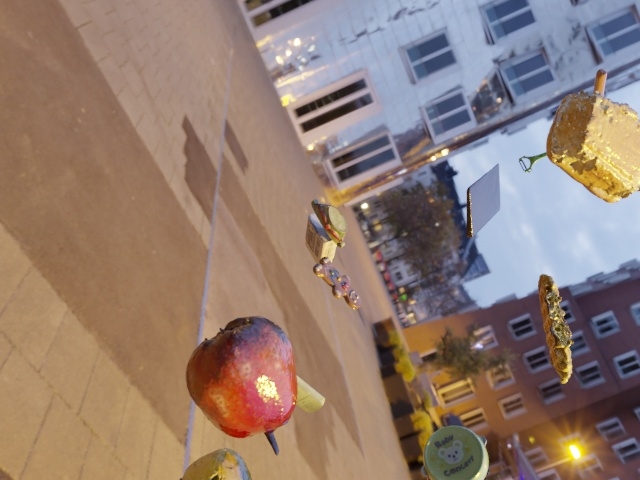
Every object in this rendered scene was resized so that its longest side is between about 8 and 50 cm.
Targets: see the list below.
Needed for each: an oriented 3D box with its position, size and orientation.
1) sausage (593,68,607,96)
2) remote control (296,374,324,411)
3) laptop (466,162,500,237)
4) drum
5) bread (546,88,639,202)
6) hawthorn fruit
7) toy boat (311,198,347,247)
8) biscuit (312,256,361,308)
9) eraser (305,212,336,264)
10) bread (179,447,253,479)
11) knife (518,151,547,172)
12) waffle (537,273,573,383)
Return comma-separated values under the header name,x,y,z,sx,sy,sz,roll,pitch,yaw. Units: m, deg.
name,x,y,z,sx,sy,sz,roll,pitch,yaw
sausage,0.671,-0.373,1.409,0.116,0.026,0.026,43,23,-63
remote control,-0.094,0.439,1.790,0.233,0.098,0.038,41,45,-13
laptop,0.410,-0.103,1.476,0.197,0.016,0.135,-34,124,-46
drum,0.285,0.432,1.025,0.253,0.130,0.049,42,-14,42
bread,0.576,-0.190,1.201,0.245,0.174,0.121,26,-6,-28
hawthorn fruit,-0.181,0.382,1.497,0.285,0.284,0.369,-51,122,-85
toy boat,0.038,-0.060,1.920,0.071,0.089,0.185,-20,-74,54
biscuit,0.065,0.142,1.944,0.205,0.031,0.138,49,27,-1
eraser,0.000,0.000,2.082,0.124,0.068,0.210,57,-19,22
bread,-0.281,0.689,1.644,0.197,0.170,0.197,47,29,-37
knife,0.716,-0.266,1.857,0.022,0.166,0.078,54,21,-48
waffle,0.727,0.269,1.822,0.312,0.060,0.307,-82,157,-53
